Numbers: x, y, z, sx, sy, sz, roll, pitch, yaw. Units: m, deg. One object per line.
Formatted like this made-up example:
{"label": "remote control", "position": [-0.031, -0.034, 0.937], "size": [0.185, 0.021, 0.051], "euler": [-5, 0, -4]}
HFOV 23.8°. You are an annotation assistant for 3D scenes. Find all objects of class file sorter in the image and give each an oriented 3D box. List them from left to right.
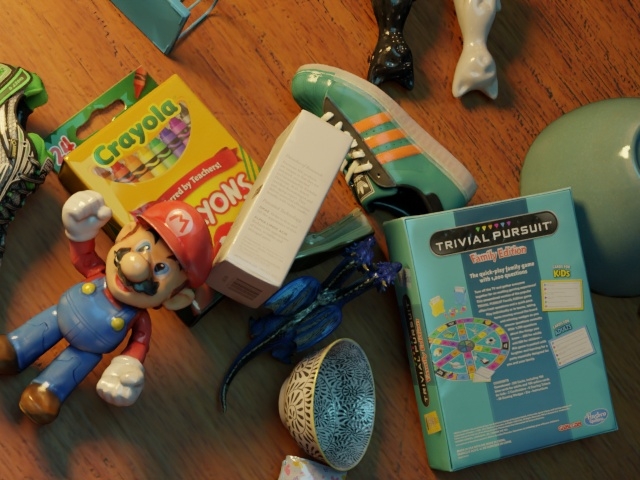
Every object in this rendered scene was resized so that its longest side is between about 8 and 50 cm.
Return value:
{"label": "file sorter", "position": [-0.223, -0.364, 2.055], "size": [0.170, 0.118, 0.104], "euler": [44, 63, 0]}

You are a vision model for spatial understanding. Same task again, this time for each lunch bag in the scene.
{"label": "lunch bag", "position": [-0.017, 0.318, 1.939], "size": [0.083, 0.053, 0.071], "euler": [20, 71, -21]}

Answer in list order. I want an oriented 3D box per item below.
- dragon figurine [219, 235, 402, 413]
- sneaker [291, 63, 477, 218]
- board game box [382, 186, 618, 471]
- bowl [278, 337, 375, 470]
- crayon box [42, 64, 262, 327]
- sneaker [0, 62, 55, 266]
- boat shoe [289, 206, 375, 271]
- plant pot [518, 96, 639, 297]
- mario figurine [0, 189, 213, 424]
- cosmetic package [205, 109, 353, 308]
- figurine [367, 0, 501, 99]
{"label": "dragon figurine", "position": [-0.026, 0.098, 1.954], "size": [0.289, 0.144, 0.085], "euler": [-35, 85, -23]}
{"label": "sneaker", "position": [0.070, -0.117, 2.070], "size": [0.302, 0.108, 0.121], "euler": [38, 62, -4]}
{"label": "board game box", "position": [0.241, 0.116, 2.030], "size": [0.254, 0.079, 0.336], "euler": [-10, 89, -20]}
{"label": "bowl", "position": [-0.001, 0.210, 1.947], "size": [0.170, 0.080, 0.170], "euler": [5, 84, -60]}
{"label": "crayon box", "position": [-0.199, -0.072, 1.990], "size": [0.202, 0.081, 0.318], "euler": [-42, 88, -23]}
{"label": "sneaker", "position": [-0.409, -0.071, 1.883], "size": [0.146, 0.134, 0.343], "euler": [1, 73, -3]}
{"label": "boat shoe", "position": [0.001, -0.001, 2.044], "size": [0.153, 0.056, 0.048], "euler": [-22, 74, -24]}
{"label": "plant pot", "position": [0.452, -0.084, 2.128], "size": [0.290, 0.195, 0.290], "euler": [5, 72, -16]}
{"label": "mario figurine", "position": [-0.266, 0.072, 1.822], "size": [0.320, 0.170, 0.198], "euler": [-43, 123, 5]}
{"label": "cosmetic package", "position": [-0.053, -0.039, 1.917], "size": [0.085, 0.117, 0.231], "euler": [28, 66, -9]}
{"label": "figurine", "position": [0.167, -0.308, 2.179], "size": [0.215, 0.092, 0.209], "euler": [5, 80, -16]}
